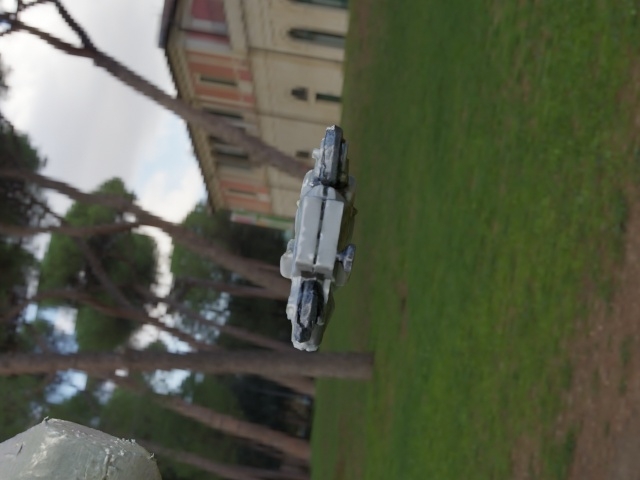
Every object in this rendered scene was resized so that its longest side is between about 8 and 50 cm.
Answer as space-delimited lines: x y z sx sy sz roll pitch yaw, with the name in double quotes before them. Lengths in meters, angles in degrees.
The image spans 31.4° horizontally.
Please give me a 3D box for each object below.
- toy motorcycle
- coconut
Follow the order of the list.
"toy motorcycle" 0.000 0.000 1.184 0.151 0.074 0.229 90 -173 -81
"coconut" -0.164 0.191 0.708 0.162 0.161 0.161 -77 -5 -63
